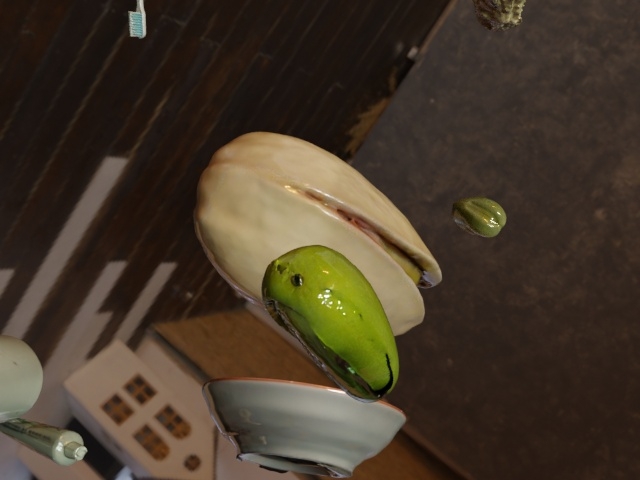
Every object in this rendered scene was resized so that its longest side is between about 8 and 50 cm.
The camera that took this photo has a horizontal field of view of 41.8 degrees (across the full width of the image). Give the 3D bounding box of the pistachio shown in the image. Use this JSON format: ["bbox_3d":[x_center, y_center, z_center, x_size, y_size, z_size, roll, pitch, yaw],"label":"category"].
[{"bbox_3d":[0.000,0.000,0.970,0.214,0.318,0.193,-25,-139,64],"label":"pistachio"}]

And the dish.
[{"bbox_3d":[-0.027,0.244,1.038,0.260,0.260,0.085,82,16,-67],"label":"dish"}]

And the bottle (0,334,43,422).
[{"bbox_3d":[-0.382,0.155,0.929,0.104,0.104,0.245,-50,170,-2],"label":"bottle"}]

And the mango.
[{"bbox_3d":[0.016,0.065,0.660,0.074,0.091,0.165,-45,129,-9],"label":"mango"}]

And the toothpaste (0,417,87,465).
[{"bbox_3d":[-0.355,0.243,1.039,0.064,0.218,0.041,40,63,-40],"label":"toothpaste"}]

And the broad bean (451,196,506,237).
[{"bbox_3d":[0.196,-0.028,1.048,0.045,0.063,0.083,-56,-161,-9],"label":"broad bean"}]

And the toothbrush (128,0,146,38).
[{"bbox_3d":[-0.184,-0.297,0.799,0.022,0.017,0.204,-22,112,-55],"label":"toothbrush"}]

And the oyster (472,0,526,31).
[{"bbox_3d":[0.306,-0.415,1.431,0.209,0.133,0.072,112,-21,-83],"label":"oyster"}]
